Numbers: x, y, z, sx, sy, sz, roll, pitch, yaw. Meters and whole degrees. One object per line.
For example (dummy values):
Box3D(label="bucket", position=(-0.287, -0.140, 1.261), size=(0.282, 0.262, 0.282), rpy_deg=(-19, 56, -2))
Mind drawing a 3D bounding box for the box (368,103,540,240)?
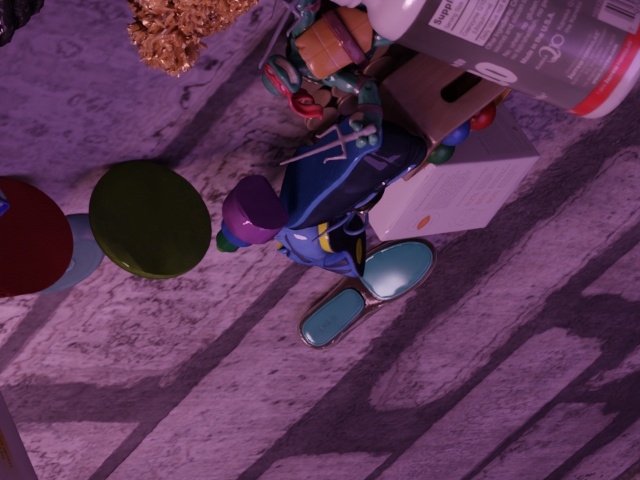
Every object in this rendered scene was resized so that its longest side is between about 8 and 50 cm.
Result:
Box3D(label="box", position=(0.139, -0.081, 1.710), size=(0.170, 0.091, 0.130), rpy_deg=(-7, 144, -39))

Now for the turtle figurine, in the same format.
Box3D(label="turtle figurine", position=(0.020, -0.189, 1.391), size=(0.234, 0.118, 0.175), rpy_deg=(-37, 115, 6))

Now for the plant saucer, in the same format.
Box3D(label="plant saucer", position=(-0.267, 0.020, 1.546), size=(0.119, 0.021, 0.119), rpy_deg=(-24, 152, -13))

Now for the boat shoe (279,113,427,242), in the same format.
Box3D(label="boat shoe", position=(0.028, -0.054, 1.542), size=(0.089, 0.109, 0.258), rpy_deg=(9, 170, -20))

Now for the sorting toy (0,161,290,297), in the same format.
Box3D(label="sorting toy", position=(-0.210, 0.007, 1.494), size=(0.365, 0.127, 0.126), rpy_deg=(-9, 157, -34))

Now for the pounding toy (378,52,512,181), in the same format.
Box3D(label="pounding toy", position=(0.152, -0.166, 1.503), size=(0.181, 0.094, 0.206), rpy_deg=(-38, 174, -18))

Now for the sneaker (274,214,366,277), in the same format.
Box3D(label="sneaker", position=(0.000, 0.000, 1.753), size=(0.082, 0.069, 0.209), rpy_deg=(-2, 168, 17))

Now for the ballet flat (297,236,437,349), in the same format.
Box3D(label="ballet flat", position=(0.059, 0.061, 1.914), size=(0.213, 0.072, 0.068), rpy_deg=(-37, 180, 14))

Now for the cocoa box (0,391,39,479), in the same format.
Box3D(label="cocoa box", position=(-0.426, 0.119, 1.196), size=(0.231, 0.347, 0.228), rpy_deg=(-42, 150, 22))

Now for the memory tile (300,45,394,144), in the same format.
Box3D(label="memory tile", position=(0.029, -0.156, 1.561), size=(0.113, 0.012, 0.148), rpy_deg=(-29, 153, -4))

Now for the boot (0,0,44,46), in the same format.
Box3D(label="boot", position=(-0.193, -0.263, 1.032), size=(0.348, 0.131, 0.260), rpy_deg=(-21, 150, -12))

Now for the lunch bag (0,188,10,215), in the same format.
Box3D(label="lunch bag", position=(-0.345, -0.064, 1.210), size=(0.096, 0.129, 0.151), rpy_deg=(-46, 148, 18))

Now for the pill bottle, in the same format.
Box3D(label="pill bottle", position=(0.138, -0.224, 1.273), size=(0.283, 0.161, 0.161), rpy_deg=(20, 134, -11))

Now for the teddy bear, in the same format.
Box3D(label="teddy bear", position=(-0.056, -0.226, 1.140), size=(0.245, 0.113, 0.338), rpy_deg=(-40, 180, -15))
